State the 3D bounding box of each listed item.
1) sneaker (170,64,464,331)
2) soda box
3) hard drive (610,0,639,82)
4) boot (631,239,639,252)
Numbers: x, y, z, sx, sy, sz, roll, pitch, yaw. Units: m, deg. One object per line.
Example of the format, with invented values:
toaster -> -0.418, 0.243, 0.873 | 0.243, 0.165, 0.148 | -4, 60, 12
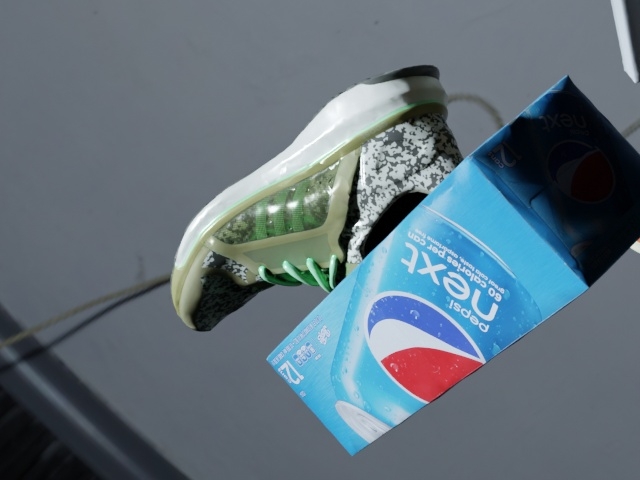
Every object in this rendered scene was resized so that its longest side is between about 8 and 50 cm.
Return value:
sneaker -> 0.000, 0.000, 1.331 | 0.410, 0.158, 0.182 | -42, 66, 28
soda box -> 0.056, 0.021, 0.551 | 0.067, 0.071, 0.210 | 48, 145, 5
hard drive -> 0.457, -0.331, 1.570 | 0.203, 0.307, 0.040 | -33, 62, 4
boot -> 0.347, -0.007, 1.142 | 0.158, 0.059, 0.084 | 20, 115, -3
